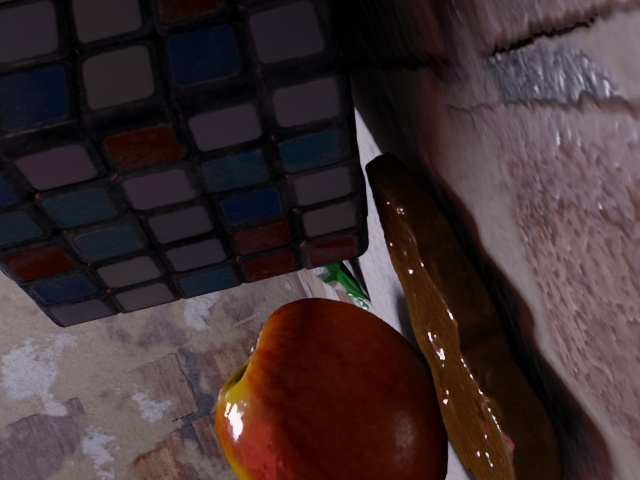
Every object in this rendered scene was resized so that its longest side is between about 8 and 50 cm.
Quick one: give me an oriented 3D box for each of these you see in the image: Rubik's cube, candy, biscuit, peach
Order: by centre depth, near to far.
[{"bbox_3d":[0.105,0.070,0.712,0.278,0.043,0.301,114,136,-85],"label":"biscuit"},{"bbox_3d":[-0.135,-0.133,0.754,0.292,0.287,0.293,77,178,-62],"label":"Rubik's cube"},{"bbox_3d":[0.023,0.203,1.065,0.281,0.238,0.281,27,-151,-16],"label":"peach"},{"bbox_3d":[-0.004,0.001,1.311,0.203,0.078,0.141,65,177,-41],"label":"candy"}]
